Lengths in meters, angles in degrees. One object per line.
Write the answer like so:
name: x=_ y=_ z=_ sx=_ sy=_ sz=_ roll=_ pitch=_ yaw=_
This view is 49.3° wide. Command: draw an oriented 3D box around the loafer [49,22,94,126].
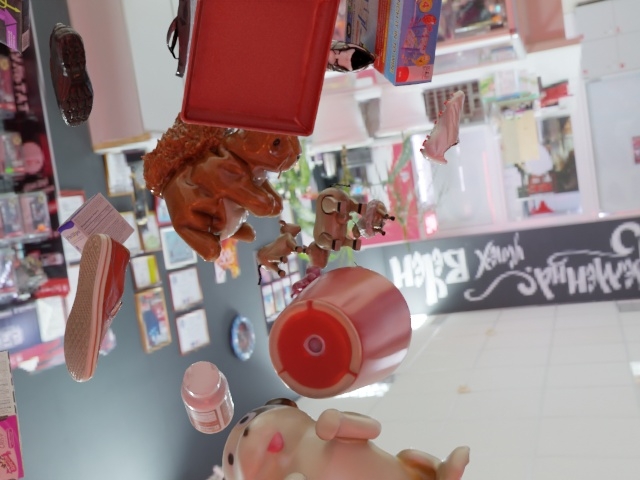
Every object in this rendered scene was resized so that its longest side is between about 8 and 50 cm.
loafer: x=-0.520 y=-0.341 z=1.451 sx=0.076 sy=0.223 sz=0.078 roll=-19 pitch=-130 yaw=-29

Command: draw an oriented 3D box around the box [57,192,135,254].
box: x=-0.566 y=-0.026 z=1.766 sx=0.072 sy=0.137 sz=0.126 roll=-24 pitch=-156 yaw=36

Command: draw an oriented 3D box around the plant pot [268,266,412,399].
plant pot: x=0.030 y=0.197 z=1.434 sx=0.275 sy=0.275 sz=0.243 roll=-7 pitch=-179 yaw=21

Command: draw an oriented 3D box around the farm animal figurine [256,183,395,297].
farm animal figurine: x=0.000 y=0.000 z=1.837 sx=0.330 sy=0.327 sz=0.172 roll=23 pitch=179 yaw=-38

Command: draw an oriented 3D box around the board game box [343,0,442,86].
board game box: x=0.145 y=-0.518 z=1.447 sx=0.086 sy=0.308 sz=0.302 roll=-9 pitch=-146 yaw=-17

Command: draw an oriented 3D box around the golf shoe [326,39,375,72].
golf shoe: x=0.020 y=-0.384 z=1.440 sx=0.198 sy=0.077 sz=0.094 roll=-7 pitch=-163 yaw=-23

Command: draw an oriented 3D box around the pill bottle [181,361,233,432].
pill bottle: x=-0.294 y=0.404 z=1.810 sx=0.121 sy=0.121 sz=0.216 roll=-9 pitch=143 yaw=-7

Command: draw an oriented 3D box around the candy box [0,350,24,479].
candy box: x=-0.656 y=0.355 z=1.423 sx=0.071 sy=0.159 sz=0.233 roll=-7 pitch=-152 yaw=-24

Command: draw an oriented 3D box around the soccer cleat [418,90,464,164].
soccer cleat: x=0.300 y=-0.262 z=1.635 sx=0.076 sy=0.196 sz=0.068 roll=28 pitch=163 yaw=4

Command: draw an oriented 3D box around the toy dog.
toy dog: x=0.021 y=0.431 z=1.258 sx=0.408 sy=0.285 sz=0.395 roll=23 pitch=162 yaw=12

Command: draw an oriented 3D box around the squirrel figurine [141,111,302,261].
squirrel figurine: x=-0.246 y=-0.210 z=1.777 sx=0.370 sy=0.397 sz=0.281 roll=-53 pitch=166 yaw=20

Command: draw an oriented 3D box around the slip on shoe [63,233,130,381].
slip on shoe: x=-0.497 y=0.153 z=1.573 sx=0.123 sy=0.331 sz=0.101 roll=-2 pitch=166 yaw=41

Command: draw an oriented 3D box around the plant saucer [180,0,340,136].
plant saucer: x=-0.106 y=-0.318 z=1.185 sx=0.259 sy=0.258 sz=0.047 roll=1 pitch=-160 yaw=-33

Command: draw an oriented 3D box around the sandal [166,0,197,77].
sandal: x=-0.311 y=-0.485 z=1.562 sx=0.054 sy=0.254 sz=0.097 roll=12 pitch=-135 yaw=-3

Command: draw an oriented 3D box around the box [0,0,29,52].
box: x=-0.553 y=-0.390 z=1.136 sx=0.162 sy=0.029 sz=0.116 roll=28 pitch=142 yaw=-3
